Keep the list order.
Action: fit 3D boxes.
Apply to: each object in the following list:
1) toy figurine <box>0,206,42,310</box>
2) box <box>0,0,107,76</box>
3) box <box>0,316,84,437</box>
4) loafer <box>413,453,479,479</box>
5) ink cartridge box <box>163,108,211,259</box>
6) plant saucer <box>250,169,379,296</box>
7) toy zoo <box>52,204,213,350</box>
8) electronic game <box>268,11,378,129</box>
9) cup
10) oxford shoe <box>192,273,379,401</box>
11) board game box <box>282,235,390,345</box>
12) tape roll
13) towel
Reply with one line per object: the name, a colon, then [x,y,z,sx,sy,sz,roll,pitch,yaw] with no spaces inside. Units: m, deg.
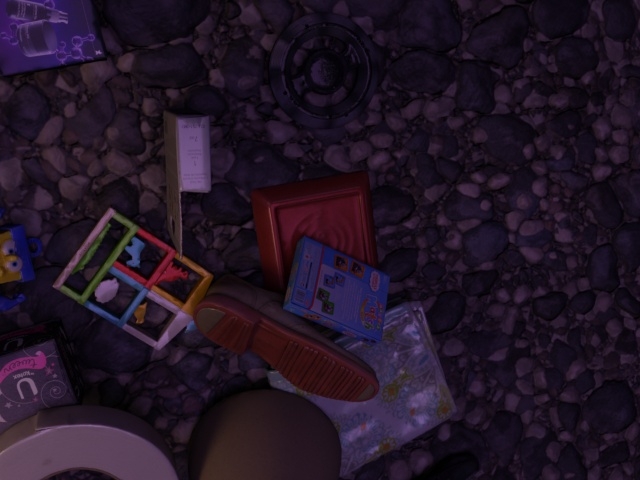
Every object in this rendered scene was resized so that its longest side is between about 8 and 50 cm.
toy figurine: [-0.626,0.007,1.306,0.217,0.191,0.362,-19,105,-43]
box: [-0.492,-0.430,1.244,0.184,0.103,0.261,-15,106,-15]
box: [-0.590,0.269,1.341,0.247,0.142,0.163,-18,106,-13]
loafer: [0.284,0.581,1.698,0.223,0.078,0.076,-25,108,-10]
ink cartridge box: [-0.241,-0.112,1.291,0.060,0.275,0.238,-4,103,-16]
plant saucer: [0.000,0.000,1.508,0.259,0.048,0.258,-11,104,-13]
toy zoo: [-0.351,0.090,1.432,0.293,0.030,0.192,35,90,-20]
electronic game: [0.008,-0.338,1.436,0.229,0.048,0.229,-4,104,-16]
cup: [-0.117,0.504,1.438,0.331,0.237,0.331,0,111,-1]
oxford shoe: [-0.049,0.185,1.436,0.397,0.146,0.140,31,130,-6]
board game box: [0.037,0.102,1.448,0.212,0.039,0.160,25,54,-19]
tape roll: [-0.457,0.491,1.341,0.392,0.072,0.391,-6,110,-15]
towel: [0.099,0.331,1.586,0.375,0.090,0.320,-25,107,-10]
